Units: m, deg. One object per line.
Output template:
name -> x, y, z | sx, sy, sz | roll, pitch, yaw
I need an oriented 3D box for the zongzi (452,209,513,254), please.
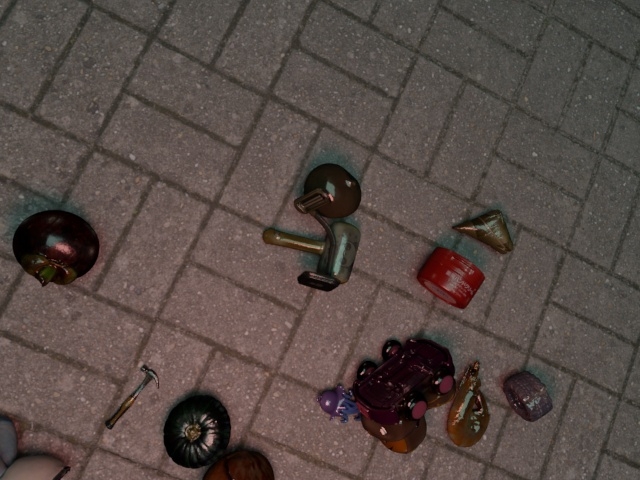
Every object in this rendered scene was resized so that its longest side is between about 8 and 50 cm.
zongzi -> 0.564, -0.007, 1.682 | 0.176, 0.078, 0.160 | -23, 90, -2

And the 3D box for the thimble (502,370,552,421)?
thimble -> 0.688, 0.516, 1.623 | 0.097, 0.150, 0.150 | -26, 91, -9

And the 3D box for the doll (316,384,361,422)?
doll -> 0.076, 0.523, 1.546 | 0.205, 0.067, 0.110 | 22, 67, -19

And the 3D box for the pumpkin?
pumpkin -> -0.356, 0.552, 1.411 | 0.201, 0.140, 0.202 | -1, 74, 4

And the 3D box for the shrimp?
shrimp -> 0.511, 0.549, 1.627 | 0.152, 0.063, 0.288 | 19, 85, -11

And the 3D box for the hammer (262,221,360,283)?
hammer -> -0.035, 0.014, 1.555 | 0.305, 0.113, 0.202 | 16, 79, -1

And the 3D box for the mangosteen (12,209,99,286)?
mangosteen -> -0.740, 0.023, 1.348 | 0.215, 0.216, 0.216 | 1, 85, -11

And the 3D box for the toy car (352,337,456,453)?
toy car -> 0.272, 0.482, 1.505 | 0.340, 0.271, 0.241 | -32, 115, -21

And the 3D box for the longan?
longan -> 0.037, -0.153, 1.541 | 0.189, 0.189, 0.189 | 1, 85, -11

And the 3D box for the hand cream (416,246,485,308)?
hand cream -> 0.419, 0.122, 1.580 | 0.193, 0.193, 0.125 | 35, 83, -6

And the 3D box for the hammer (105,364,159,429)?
hammer -> -0.557, 0.473, 1.445 | 0.078, 0.021, 0.201 | 39, 80, -6

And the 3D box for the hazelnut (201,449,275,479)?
hazelnut -> -0.244, 0.709, 1.396 | 0.217, 0.233, 0.218 | -7, 76, 28

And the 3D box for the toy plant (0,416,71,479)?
toy plant -> -0.870, 0.601, 1.276 | 0.332, 0.247, 0.247 | 39, 79, -3

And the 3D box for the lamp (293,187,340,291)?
lamp -> 0.006, -0.002, 1.415 | 0.124, 0.203, 0.284 | 1, 77, -17
